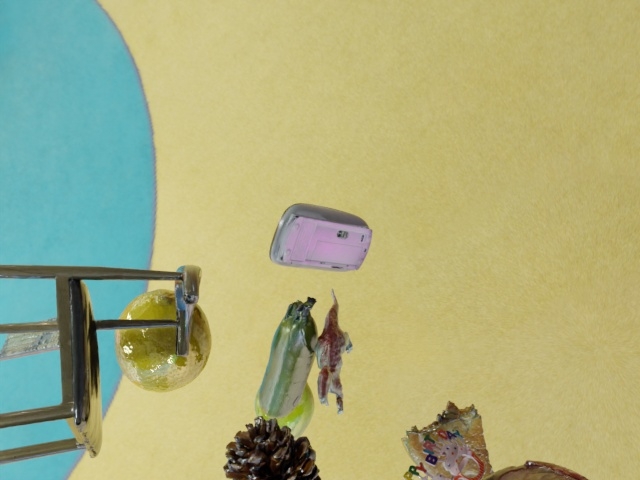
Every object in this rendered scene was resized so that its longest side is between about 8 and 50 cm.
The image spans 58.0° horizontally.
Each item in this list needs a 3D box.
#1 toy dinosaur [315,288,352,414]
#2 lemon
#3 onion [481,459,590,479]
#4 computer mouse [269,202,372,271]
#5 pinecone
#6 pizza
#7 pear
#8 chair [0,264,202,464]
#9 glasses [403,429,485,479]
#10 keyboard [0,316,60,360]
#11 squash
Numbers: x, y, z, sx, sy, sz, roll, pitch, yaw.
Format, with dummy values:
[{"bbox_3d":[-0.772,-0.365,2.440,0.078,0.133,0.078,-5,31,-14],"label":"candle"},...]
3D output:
[{"bbox_3d":[0.018,0.165,0.935,0.053,0.167,0.242,-2,57,10],"label":"toy dinosaur"},{"bbox_3d":[-0.288,0.181,1.062,0.178,0.178,0.203,31,128,27],"label":"lemon"},{"bbox_3d":[0.258,0.400,0.694,0.271,0.195,0.272,-21,51,28],"label":"onion"},{"bbox_3d":[0.000,0.000,1.393,0.071,0.310,0.158,29,105,44],"label":"computer mouse"},{"bbox_3d":[-0.082,0.364,0.925,0.173,0.173,0.174,-5,78,25],"label":"pinecone"},{"bbox_3d":[0.363,0.543,1.561,0.289,0.081,0.229,26,90,-3],"label":"pizza"},{"bbox_3d":[-0.114,0.503,1.803,0.187,0.187,0.220,-2,90,25],"label":"pear"},{"bbox_3d":[-0.247,0.121,0.578,0.272,0.188,0.167,-5,63,-18],"label":"chair"},{"bbox_3d":[0.301,0.586,1.443,0.162,0.255,0.095,35,136,17],"label":"glasses"},{"bbox_3d":[-0.423,0.144,0.858,0.176,0.014,0.055,-15,50,34],"label":"keyboard"},{"bbox_3d":[-0.053,0.207,1.012,0.087,0.087,0.332,40,138,26],"label":"squash"}]
